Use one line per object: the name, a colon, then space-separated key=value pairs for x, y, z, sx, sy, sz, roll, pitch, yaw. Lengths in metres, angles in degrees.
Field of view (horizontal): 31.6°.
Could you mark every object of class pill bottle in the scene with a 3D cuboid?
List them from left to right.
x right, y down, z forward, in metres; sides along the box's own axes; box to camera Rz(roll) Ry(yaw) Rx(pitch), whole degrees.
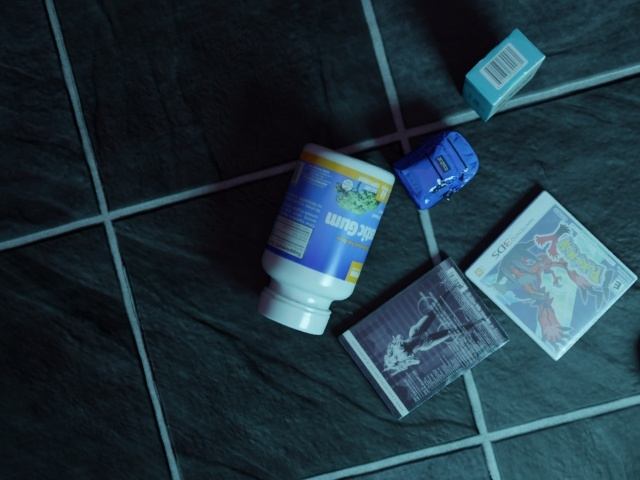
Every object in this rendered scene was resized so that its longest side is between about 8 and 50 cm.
pill bottle: x=0.000 y=0.000 z=1.741 sx=0.152 sy=0.152 sz=0.272 roll=20 pitch=92 yaw=4

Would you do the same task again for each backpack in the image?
backpack: x=0.185 y=-0.111 z=1.751 sx=0.120 sy=0.101 sz=0.098 roll=-32 pitch=95 yaw=1

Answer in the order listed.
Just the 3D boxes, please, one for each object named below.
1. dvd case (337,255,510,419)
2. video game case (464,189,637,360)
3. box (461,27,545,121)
dvd case: x=0.164 y=0.156 z=1.796 sx=0.221 sy=0.018 sz=0.164 roll=-36 pitch=89 yaw=4
video game case: x=0.360 y=0.055 z=1.775 sx=0.201 sy=0.023 sz=0.183 roll=44 pitch=94 yaw=3
box: x=0.265 y=-0.240 z=1.669 sx=0.100 sy=0.244 sz=0.060 roll=-43 pitch=87 yaw=4
